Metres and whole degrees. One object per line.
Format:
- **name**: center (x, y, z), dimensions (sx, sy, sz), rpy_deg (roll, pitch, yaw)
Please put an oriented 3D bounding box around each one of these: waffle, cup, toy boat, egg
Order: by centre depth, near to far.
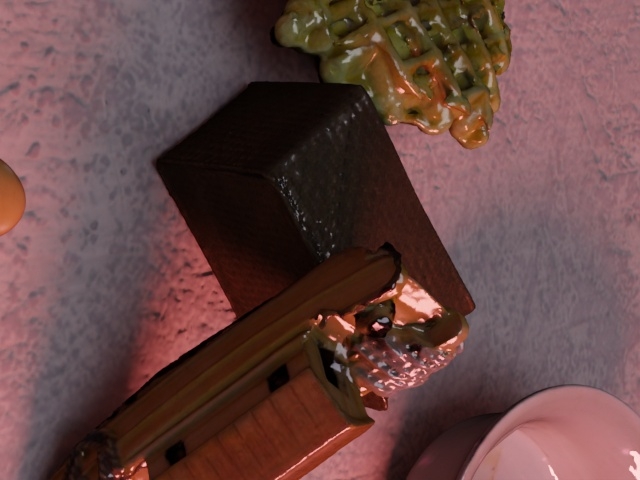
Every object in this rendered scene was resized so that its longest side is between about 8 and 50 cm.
- **egg**: center (-0.288, -0.036, 1.558), dimensions (0.096, 0.080, 0.080), rpy_deg (31, 75, -42)
- **toy boat**: center (-0.070, 0.169, 1.610), dimensions (0.445, 0.162, 0.136), rpy_deg (-35, 130, 18)
- **waffle**: center (0.073, -0.244, 1.784), dimensions (0.317, 0.073, 0.297), rpy_deg (28, 55, -29)
- **cup**: center (0.201, 0.316, 1.963), dimensions (0.347, 0.163, 0.347), rpy_deg (-2, 93, -39)

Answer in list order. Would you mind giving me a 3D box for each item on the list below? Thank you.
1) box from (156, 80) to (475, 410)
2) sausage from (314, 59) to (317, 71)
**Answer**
- **box**: center (-0.002, 0.001, 1.740), dimensions (0.143, 0.184, 0.273), rpy_deg (-43, 121, -28)
- **sausage**: center (0.060, -0.220, 1.862), dimensions (0.040, 0.047, 0.177), rpy_deg (46, 60, 7)
